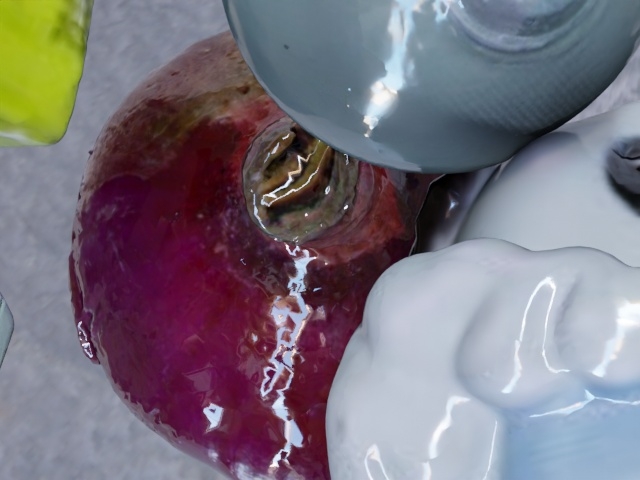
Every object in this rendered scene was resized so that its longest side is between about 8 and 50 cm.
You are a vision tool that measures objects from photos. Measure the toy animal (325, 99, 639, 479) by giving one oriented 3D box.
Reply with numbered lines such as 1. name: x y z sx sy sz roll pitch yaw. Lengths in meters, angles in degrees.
1. toy animal: 0.121 0.057 0.403 0.156 0.208 0.204 -16 78 37

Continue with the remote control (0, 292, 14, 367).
1. remote control: -0.297 0.066 0.683 0.344 0.145 0.050 3 144 21

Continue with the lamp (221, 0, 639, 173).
1. lamp: 0.028 -0.067 0.383 0.105 0.105 0.105 3 106 12

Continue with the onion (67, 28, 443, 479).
1. onion: 0.000 0.000 1.064 0.347 0.385 0.348 -1 78 3

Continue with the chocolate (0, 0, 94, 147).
1. chocolate: -0.222 -0.205 0.652 0.288 0.301 0.137 23 155 -34
